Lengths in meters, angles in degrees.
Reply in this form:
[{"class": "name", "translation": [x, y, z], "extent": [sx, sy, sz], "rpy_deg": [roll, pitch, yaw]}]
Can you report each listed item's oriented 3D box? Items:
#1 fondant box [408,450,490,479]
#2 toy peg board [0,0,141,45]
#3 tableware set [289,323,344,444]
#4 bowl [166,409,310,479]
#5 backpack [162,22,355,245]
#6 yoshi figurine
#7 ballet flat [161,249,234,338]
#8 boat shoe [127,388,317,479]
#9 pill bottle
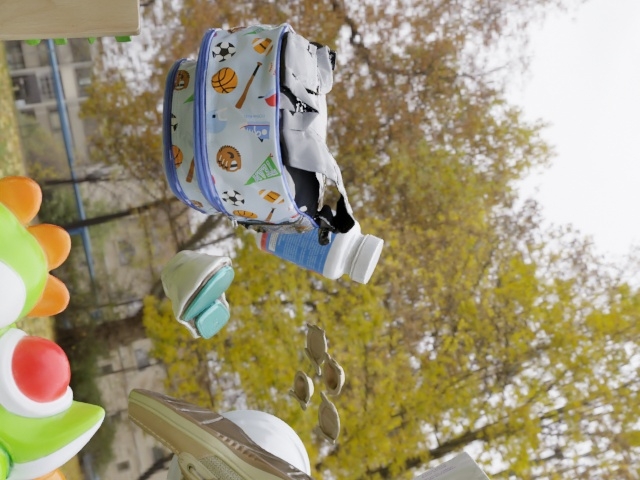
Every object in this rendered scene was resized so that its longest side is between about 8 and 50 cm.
[{"class": "fondant box", "translation": [0.164, 0.447, 1.251], "extent": [0.096, 0.238, 0.330], "rpy_deg": [63, 0, 7]}, {"class": "toy peg board", "translation": [-0.289, -0.299, 0.929], "extent": [0.079, 0.161, 0.161], "rpy_deg": [128, -43, -79]}, {"class": "tableware set", "translation": [-0.002, 0.221, 1.253], "extent": [0.141, 0.020, 0.169], "rpy_deg": [44, -49, 52]}, {"class": "bowl", "translation": [-0.147, 0.494, 1.583], "extent": [0.134, 0.297, 0.298], "rpy_deg": [-167, -114, -74]}, {"class": "backpack", "translation": [-0.077, -0.138, 0.977], "extent": [0.263, 0.213, 0.277], "rpy_deg": [65, 20, -82]}, {"class": "yoshi figurine", "translation": [-0.320, 0.095, 0.655], "extent": [0.203, 0.203, 0.362], "rpy_deg": [13, -69, 41]}, {"class": "ballet flat", "translation": [-0.251, 0.094, 1.581], "extent": [0.400, 0.139, 0.139], "rpy_deg": [107, -34, -70]}, {"class": "boat shoe", "translation": [-0.114, 0.267, 0.922], "extent": [0.302, 0.098, 0.109], "rpy_deg": [26, -4, 22]}, {"class": "pill bottle", "translation": [0.000, 0.000, 1.534], "extent": [0.221, 0.124, 0.124], "rpy_deg": [23, -43, 12]}]
